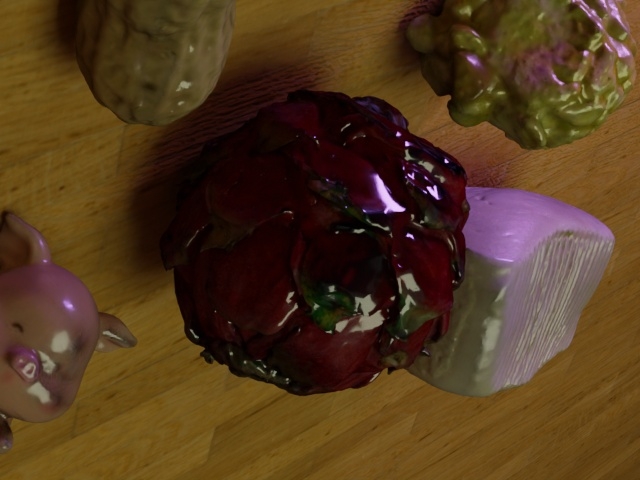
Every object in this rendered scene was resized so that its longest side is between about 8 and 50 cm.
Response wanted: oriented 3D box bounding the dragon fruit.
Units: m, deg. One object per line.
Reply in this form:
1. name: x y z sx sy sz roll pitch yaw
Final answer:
1. dragon fruit: 0.002 0.001 1.551 0.329 0.329 0.329 -36 149 -26

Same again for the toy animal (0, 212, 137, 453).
1. toy animal: -0.306 0.122 1.397 0.250 0.154 0.166 -41 129 -8

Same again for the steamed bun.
1. steamed bun: 0.205 0.045 1.997 0.383 0.236 0.247 -17 128 -57

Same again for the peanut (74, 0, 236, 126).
1. peanut: -0.132 -0.222 1.250 0.159 0.143 0.291 -54 165 -53

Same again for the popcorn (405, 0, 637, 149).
1. popcorn: 0.231 -0.213 1.750 0.259 0.259 0.212 -51 168 0
